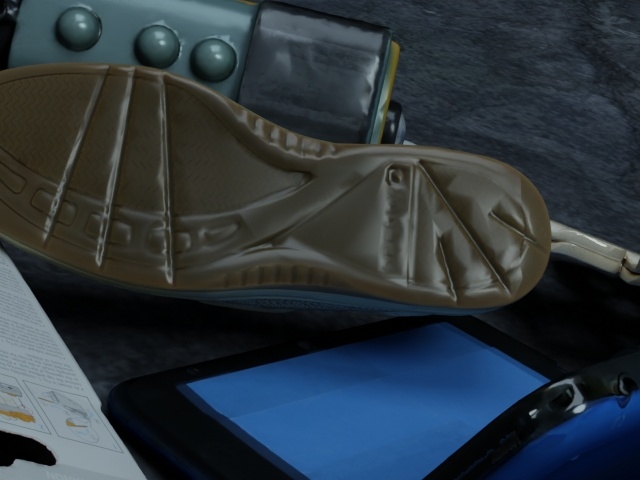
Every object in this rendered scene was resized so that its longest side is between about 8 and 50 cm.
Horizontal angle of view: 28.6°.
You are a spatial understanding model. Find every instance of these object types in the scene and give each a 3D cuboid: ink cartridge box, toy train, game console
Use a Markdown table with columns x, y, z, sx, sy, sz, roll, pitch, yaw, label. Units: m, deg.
| x | y | z | sx | sy | sz | roll | pitch | yaw | label |
| --- | --- | --- | --- | --- | --- | --- | --- | --- | --- |
| -0.187 | 0.049 | 0.549 | 0.181 | 0.056 | 0.225 | 26 | 16 | -46 | ink cartridge box |
| -0.098 | -0.116 | 0.871 | 0.333 | 0.142 | 0.190 | 14 | -6 | -2 | toy train |
| 0.087 | 0.056 | 0.635 | 0.293 | 0.250 | 0.173 | -10 | 60 | -44 | game console |

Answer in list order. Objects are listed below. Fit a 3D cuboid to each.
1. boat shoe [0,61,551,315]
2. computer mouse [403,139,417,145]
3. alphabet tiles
| x | y | z | sx | sy | sz | roll | pitch | yaw | label |
| --- | --- | --- | --- | --- | --- | --- | --- | --- | --- |
| -0.046 | -0.011 | 0.723 | 0.341 | 0.122 | 0.110 | 13 | -15 | -5 | boat shoe |
| 0.089 | -0.042 | 1.003 | 0.193 | 0.042 | 0.106 | 31 | 29 | 33 | computer mouse |
| 0.264 | 0.038 | 0.854 | 0.284 | 0.021 | 0.278 | 21 | 5 | -7 | alphabet tiles |
